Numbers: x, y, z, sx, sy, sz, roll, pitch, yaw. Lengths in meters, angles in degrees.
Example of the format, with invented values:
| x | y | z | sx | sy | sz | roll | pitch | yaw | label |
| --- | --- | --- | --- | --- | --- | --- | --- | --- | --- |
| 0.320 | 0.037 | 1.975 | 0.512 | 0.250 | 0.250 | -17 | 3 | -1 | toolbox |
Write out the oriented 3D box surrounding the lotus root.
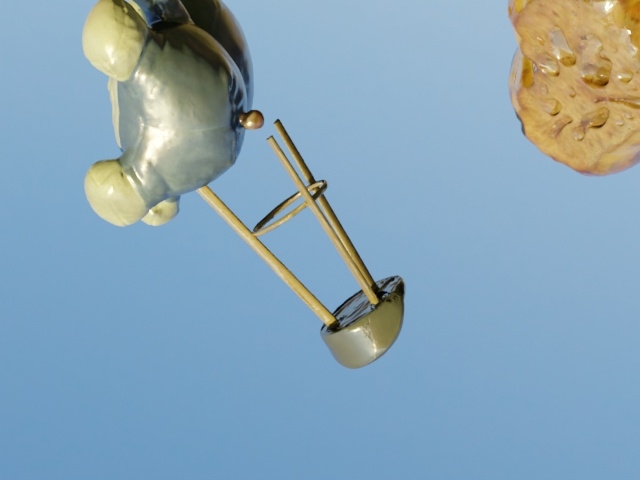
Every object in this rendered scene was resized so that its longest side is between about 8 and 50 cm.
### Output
| x | y | z | sx | sy | sz | roll | pitch | yaw | label |
| --- | --- | --- | --- | --- | --- | --- | --- | --- | --- |
| 0.304 | -0.222 | 1.432 | 0.316 | 0.316 | 0.250 | 23 | -136 | 20 | lotus root |

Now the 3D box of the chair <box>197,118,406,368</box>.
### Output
| x | y | z | sx | sy | sz | roll | pitch | yaw | label |
| --- | --- | --- | --- | --- | --- | --- | --- | --- | --- |
| -0.001 | 0.001 | 1.210 | 0.221 | 0.104 | 0.095 | 57 | -139 | -7 | chair |

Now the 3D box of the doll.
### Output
| x | y | z | sx | sy | sz | roll | pitch | yaw | label |
| --- | --- | --- | --- | --- | --- | --- | --- | --- | --- |
| -0.133 | -0.139 | 1.198 | 0.154 | 0.228 | 0.258 | -3 | -157 | -7 | doll |
